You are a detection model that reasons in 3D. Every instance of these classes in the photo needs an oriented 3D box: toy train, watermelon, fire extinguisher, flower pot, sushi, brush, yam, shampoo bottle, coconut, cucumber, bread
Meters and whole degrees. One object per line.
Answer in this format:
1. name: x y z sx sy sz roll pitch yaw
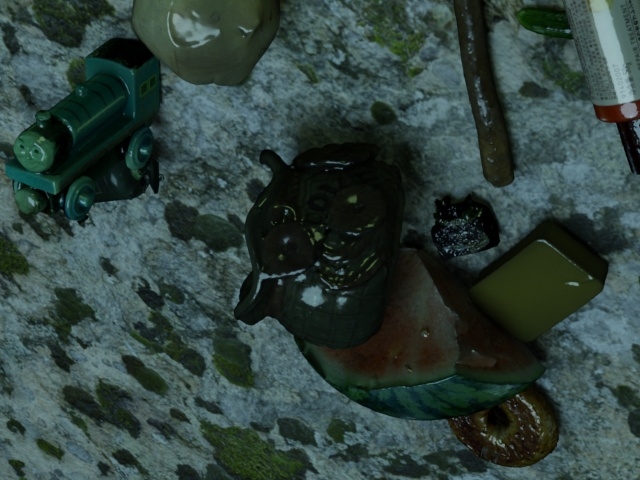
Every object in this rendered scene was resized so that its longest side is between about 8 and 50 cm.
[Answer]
1. toy train: -0.348 -0.160 2.091 0.120 0.298 0.194 20 130 19
2. watermelon: 0.123 0.181 2.110 0.292 0.222 0.319 -34 100 24
3. fire extinguisher: -0.369 -0.102 2.296 0.311 0.114 0.095 -7 140 36
4. flower pot: 0.000 0.000 2.007 0.213 0.301 0.301 9 136 -1
5. sushi: 0.205 -0.021 2.030 0.083 0.056 0.084 -3 128 36
6. brush: 0.313 0.059 2.033 0.123 0.059 0.197 38 140 -7
7. yam: 0.212 -0.211 1.857 0.045 0.045 0.326 -8 127 11
8. shampoo bottle: 0.361 -0.211 1.669 0.104 0.104 0.278 -6 112 37
9. coconut: -0.147 -0.310 1.891 0.224 0.224 0.224 18 136 18
10. cucumber: 0.314 -0.265 1.744 0.155 0.037 0.037 9 133 28
11. bread: 0.291 0.285 2.261 0.193 0.064 0.193 17 130 22
